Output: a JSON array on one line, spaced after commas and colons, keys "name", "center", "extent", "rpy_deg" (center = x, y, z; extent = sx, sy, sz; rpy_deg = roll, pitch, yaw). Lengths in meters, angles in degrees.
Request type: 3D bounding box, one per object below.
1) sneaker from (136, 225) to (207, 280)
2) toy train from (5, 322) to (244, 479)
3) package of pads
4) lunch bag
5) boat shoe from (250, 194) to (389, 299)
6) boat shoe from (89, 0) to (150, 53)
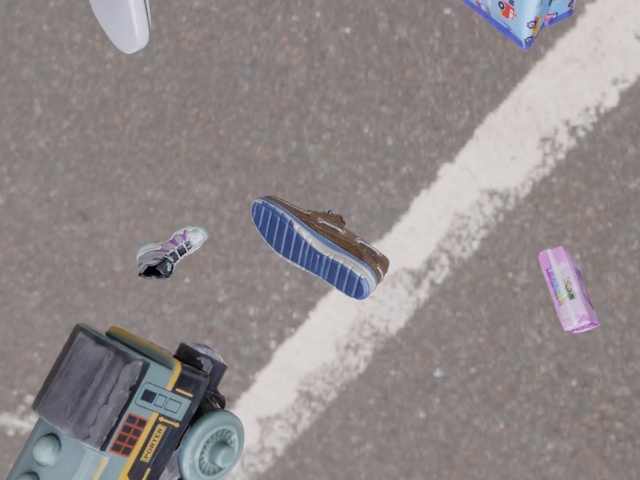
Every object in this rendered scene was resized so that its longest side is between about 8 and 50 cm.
[{"name": "sneaker", "center": [-0.186, 0.024, 1.513], "extent": [0.098, 0.069, 0.038], "rpy_deg": [-25, 126, 12]}, {"name": "toy train", "center": [-0.205, 0.231, 1.087], "extent": [0.142, 0.334, 0.190], "rpy_deg": [24, 173, 39]}, {"name": "package of pads", "center": [0.243, 0.049, 1.179], "extent": [0.032, 0.083, 0.050], "rpy_deg": [-24, 162, 20]}, {"name": "lunch bag", "center": [0.253, -0.469, 1.826], "extent": [0.293, 0.138, 0.221], "rpy_deg": [36, 145, 24]}, {"name": "boat shoe", "center": [0.000, 0.000, 1.428], "extent": [0.183, 0.066, 0.066], "rpy_deg": [37, 140, 15]}, {"name": "boat shoe", "center": [-0.246, -0.368, 1.472], "extent": [0.096, 0.088, 0.267], "rpy_deg": [2, 114, 51]}]
